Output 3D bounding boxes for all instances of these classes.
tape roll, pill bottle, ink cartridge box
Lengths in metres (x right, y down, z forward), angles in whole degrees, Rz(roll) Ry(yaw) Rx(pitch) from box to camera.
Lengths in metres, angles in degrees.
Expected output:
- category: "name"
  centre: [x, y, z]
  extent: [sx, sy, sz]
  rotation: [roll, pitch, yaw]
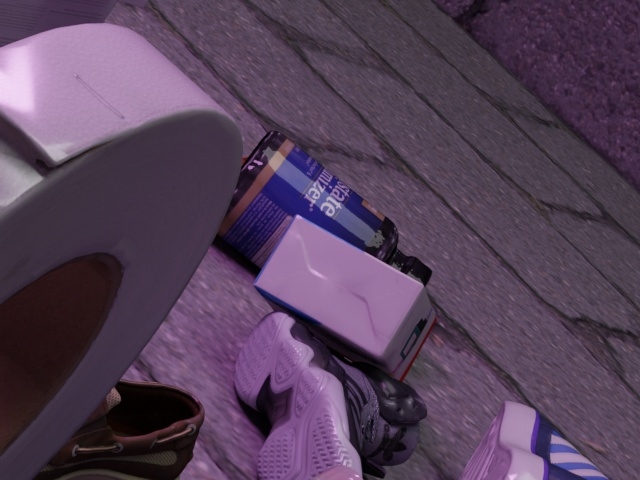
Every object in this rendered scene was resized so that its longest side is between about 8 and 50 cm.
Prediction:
- category: "tape roll"
  centre: [-0.193, 0.062, 0.931]
  extent: [0.072, 0.392, 0.392]
  rotation: [41, 18, 12]
- category: "pill bottle"
  centre: [0.000, 0.000, 1.908]
  extent: [0.219, 0.123, 0.123]
  rotation: [38, 17, -4]
- category: "ink cartridge box"
  centre: [0.028, 0.062, 1.728]
  extent: [0.134, 0.078, 0.231]
  rotation: [29, -7, 11]

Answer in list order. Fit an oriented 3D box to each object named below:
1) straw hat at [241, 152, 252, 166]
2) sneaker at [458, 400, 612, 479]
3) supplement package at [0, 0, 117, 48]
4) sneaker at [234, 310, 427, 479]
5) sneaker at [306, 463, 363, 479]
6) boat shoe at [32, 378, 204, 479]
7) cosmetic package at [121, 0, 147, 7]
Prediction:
- category: "straw hat"
  centre: [-0.054, -0.081, 2.113]
  extent: [0.144, 0.061, 0.144]
  rotation: [33, 18, -12]
- category: "sneaker"
  centre: [0.237, 0.257, 1.624]
  extent: [0.236, 0.130, 0.323]
  rotation: [30, 3, 0]
- category: "supplement package"
  centre: [-0.320, -0.184, 1.620]
  extent: [0.149, 0.203, 0.194]
  rotation: [42, 17, 18]
- category: "sneaker"
  centre: [0.025, 0.162, 1.578]
  extent: [0.153, 0.101, 0.268]
  rotation: [26, 18, -25]
- category: "sneaker"
  centre: [0.033, 0.305, 1.262]
  extent: [0.121, 0.108, 0.302]
  rotation: [-23, 70, -22]
- category: "boat shoe"
  centre: [-0.181, 0.119, 1.298]
  extent: [0.257, 0.095, 0.095]
  rotation: [13, 30, -53]
- category: "cosmetic package"
  centre: [-0.235, -0.300, 1.638]
  extent: [0.099, 0.060, 0.239]
  rotation: [9, 32, -53]
